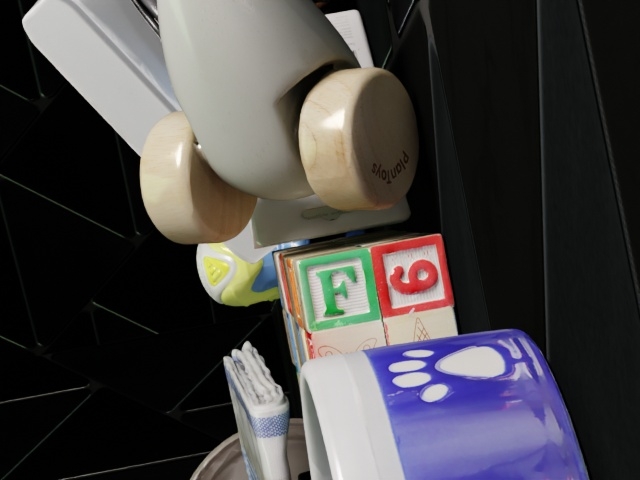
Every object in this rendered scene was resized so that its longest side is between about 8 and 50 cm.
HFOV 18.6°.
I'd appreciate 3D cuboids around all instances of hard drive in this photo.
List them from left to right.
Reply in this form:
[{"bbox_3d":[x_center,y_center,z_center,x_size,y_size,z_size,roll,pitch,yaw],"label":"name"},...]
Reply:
[{"bbox_3d":[-0.095,-0.140,1.493,0.233,0.047,0.353,47,-161,-13],"label":"hard drive"}]

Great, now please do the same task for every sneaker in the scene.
[{"bbox_3d":[0.000,0.000,1.634,0.240,0.126,0.091,-32,-72,-62],"label":"sneaker"}]

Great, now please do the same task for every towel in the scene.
[{"bbox_3d":[-0.024,0.233,1.515,0.209,0.034,0.285,-135,33,-78],"label":"towel"}]

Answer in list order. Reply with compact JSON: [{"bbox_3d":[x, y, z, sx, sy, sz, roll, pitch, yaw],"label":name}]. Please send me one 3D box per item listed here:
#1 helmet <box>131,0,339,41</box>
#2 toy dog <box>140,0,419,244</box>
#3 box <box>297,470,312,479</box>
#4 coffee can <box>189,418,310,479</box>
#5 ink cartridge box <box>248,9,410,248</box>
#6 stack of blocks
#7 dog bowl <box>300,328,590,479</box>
[{"bbox_3d":[-0.069,-0.215,1.374,0.161,0.169,0.169,61,177,-2],"label":"helmet"},{"bbox_3d":[-0.036,-0.158,1.137,0.161,0.220,0.333,-51,-32,-52],"label":"toy dog"},{"bbox_3d":[0.044,0.265,1.548,0.156,0.093,0.158,-133,32,-83],"label":"box"},{"bbox_3d":[-0.024,0.290,1.796,0.275,0.202,0.201,91,168,-73],"label":"coffee can"},{"bbox_3d":[-0.006,-0.061,1.300,0.061,0.104,0.181,84,174,-55],"label":"ink cartridge box"},{"bbox_3d":[0.032,0.084,1.262,0.297,0.087,0.171,-162,61,-86],"label":"stack of blocks"},{"bbox_3d":[0.065,0.176,0.895,0.265,0.104,0.264,169,90,-86],"label":"dog bowl"}]
